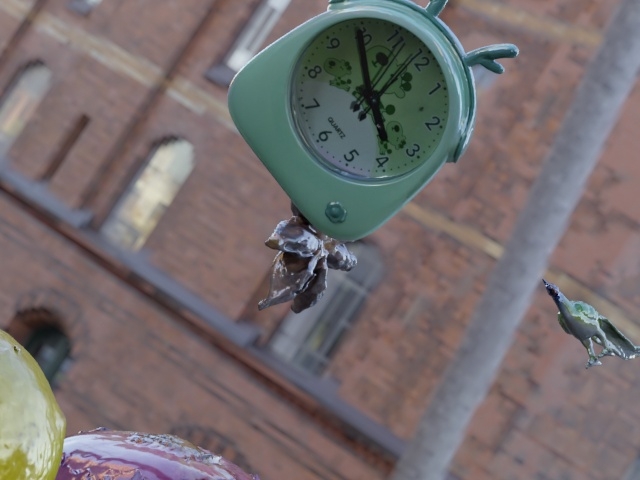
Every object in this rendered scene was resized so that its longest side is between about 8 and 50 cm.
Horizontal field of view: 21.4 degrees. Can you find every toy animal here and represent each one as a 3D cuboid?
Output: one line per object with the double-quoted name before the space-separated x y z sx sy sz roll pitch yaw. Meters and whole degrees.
"toy animal" 0.312 0.112 1.872 0.217 0.041 0.075 33 31 -41

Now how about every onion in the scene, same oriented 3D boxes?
"onion" -0.209 0.374 2.015 0.358 0.345 0.358 9 25 -4

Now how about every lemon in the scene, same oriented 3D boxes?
"lemon" -0.372 0.191 1.621 0.260 0.260 0.284 32 -15 17

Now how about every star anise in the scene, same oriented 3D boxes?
"star anise" -0.008 0.015 2.032 0.063 0.172 0.208 25 4 24

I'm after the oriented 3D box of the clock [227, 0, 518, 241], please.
"clock" 0.047 -0.110 1.264 0.159 0.211 0.066 54 23 -2
